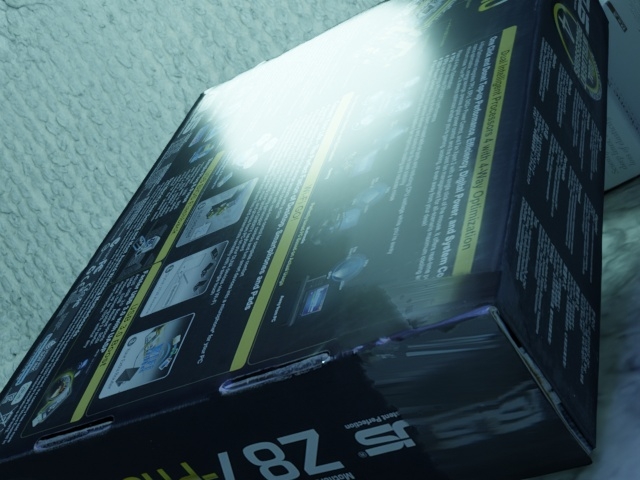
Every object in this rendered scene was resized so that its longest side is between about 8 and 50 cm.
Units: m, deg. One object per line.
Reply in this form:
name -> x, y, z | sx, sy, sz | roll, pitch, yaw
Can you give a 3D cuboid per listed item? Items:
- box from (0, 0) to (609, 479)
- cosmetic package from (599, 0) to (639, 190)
box -> 0.001, -0.018, 0.549 | 0.318, 0.097, 0.395 | -23, 28, 31
cosmetic package -> 0.227, -0.126, 0.763 | 0.085, 0.117, 0.231 | -29, 10, 33
